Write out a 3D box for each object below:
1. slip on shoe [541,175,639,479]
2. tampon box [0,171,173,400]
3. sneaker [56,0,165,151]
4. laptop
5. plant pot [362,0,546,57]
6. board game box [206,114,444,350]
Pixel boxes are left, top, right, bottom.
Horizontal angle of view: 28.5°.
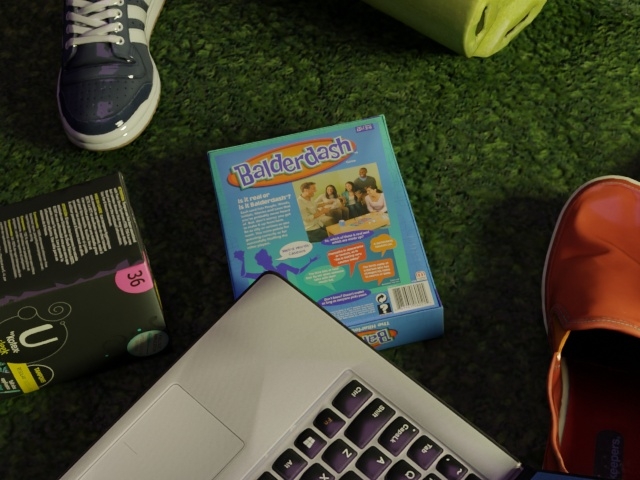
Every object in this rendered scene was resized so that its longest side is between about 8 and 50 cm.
[{"bbox_3d":[0.219,0.076,0.929,0.123,0.101,0.331,5,52,12],"label":"slip on shoe"},{"bbox_3d":[-0.212,0.039,0.993,0.161,0.120,0.101,-17,52,-6],"label":"tampon box"},{"bbox_3d":[-0.204,-0.228,1.174,0.099,0.153,0.282,-2,53,6],"label":"sneaker"},{"bbox_3d":[-0.040,0.206,0.748,0.408,0.236,0.382,37,72,27],"label":"laptop"},{"bbox_3d":[0.097,-0.309,1.155,0.254,0.276,0.276,40,66,18],"label":"plant pot"},{"bbox_3d":[0.000,0.000,1.044,0.160,0.047,0.210,-12,53,-2],"label":"board game box"}]
